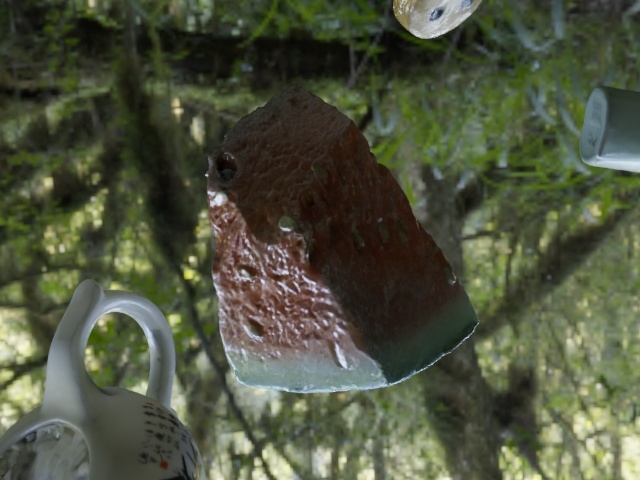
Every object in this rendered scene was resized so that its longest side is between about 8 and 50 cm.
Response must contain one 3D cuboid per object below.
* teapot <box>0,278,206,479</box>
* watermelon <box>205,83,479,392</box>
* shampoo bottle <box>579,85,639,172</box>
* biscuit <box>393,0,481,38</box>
[{"bbox_3d":[-0.175,0.176,0.726,0.166,0.300,0.208,29,153,-33],"label":"teapot"},{"bbox_3d":[0.000,0.000,0.899,0.193,0.257,0.139,-27,-163,-31],"label":"watermelon"},{"bbox_3d":[0.435,-0.080,0.998,0.359,0.078,0.134,9,-170,3],"label":"shampoo bottle"},{"bbox_3d":[0.107,-0.237,0.775,0.153,0.234,0.030,-19,-120,-22],"label":"biscuit"}]
